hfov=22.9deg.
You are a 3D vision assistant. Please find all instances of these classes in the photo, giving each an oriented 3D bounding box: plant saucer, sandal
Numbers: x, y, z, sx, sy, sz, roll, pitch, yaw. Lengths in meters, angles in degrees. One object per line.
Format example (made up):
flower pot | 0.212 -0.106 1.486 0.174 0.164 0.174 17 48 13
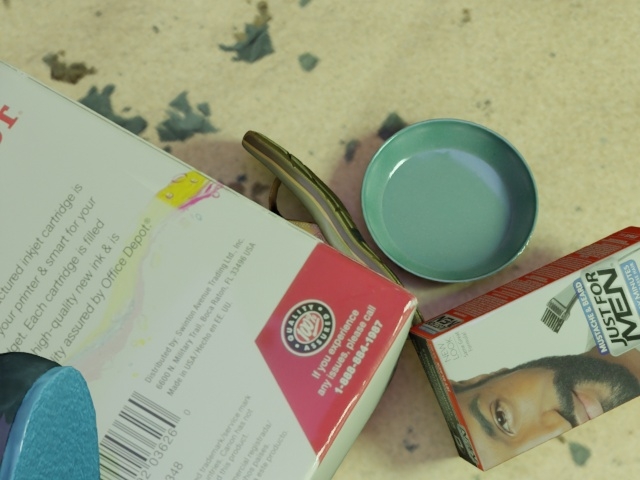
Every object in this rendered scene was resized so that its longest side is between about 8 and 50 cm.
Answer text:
plant saucer | 0.086 -0.024 1.061 0.119 0.021 0.119 1 68 -2
sandal | 0.000 0.000 1.031 0.049 0.072 0.180 -39 78 6

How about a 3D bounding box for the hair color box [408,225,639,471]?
hair color box | 0.151 0.066 0.994 0.167 0.053 0.093 -24 99 -10

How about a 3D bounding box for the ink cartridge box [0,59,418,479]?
ink cartridge box | -0.128 0.067 0.957 0.306 0.131 0.226 30 71 11

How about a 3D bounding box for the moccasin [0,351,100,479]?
moccasin | -0.202 0.214 0.820 0.117 0.138 0.342 18 106 18
